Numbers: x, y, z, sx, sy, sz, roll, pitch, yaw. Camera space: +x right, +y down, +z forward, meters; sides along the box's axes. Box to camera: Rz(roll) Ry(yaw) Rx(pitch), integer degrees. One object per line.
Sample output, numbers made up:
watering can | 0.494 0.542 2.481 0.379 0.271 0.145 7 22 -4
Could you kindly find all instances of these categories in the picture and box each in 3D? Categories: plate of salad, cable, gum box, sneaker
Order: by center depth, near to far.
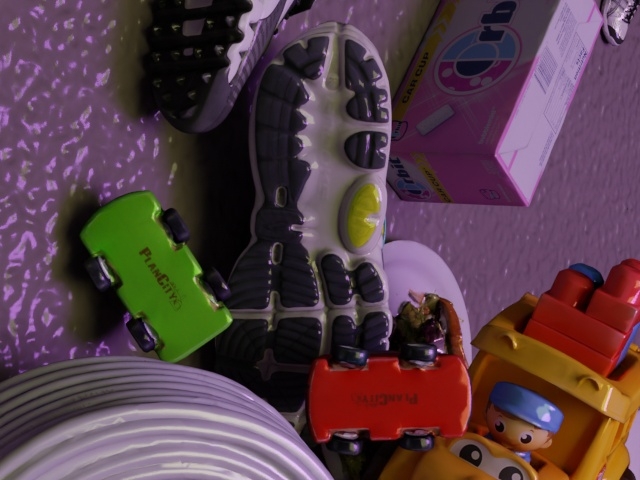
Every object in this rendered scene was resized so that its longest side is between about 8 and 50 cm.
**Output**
cable | -0.102 0.190 0.751 0.257 0.089 0.257 31 90 -27
sneaker | -0.032 -0.165 0.893 0.106 0.078 0.234 30 68 -47
sneaker | 0.000 0.000 0.925 0.110 0.107 0.275 -75 176 -78
plate of salad | 0.065 0.100 1.064 0.200 0.048 0.200 -8 100 -52
gum box | 0.126 -0.118 1.076 0.062 0.107 0.188 51 54 -41
sneaker | 0.277 -0.217 1.322 0.032 0.037 0.083 10 87 -54

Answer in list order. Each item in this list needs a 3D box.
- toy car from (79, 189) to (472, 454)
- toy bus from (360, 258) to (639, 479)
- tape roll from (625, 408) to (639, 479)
toy car | -0.059 0.071 0.850 0.239 0.053 0.225 -33 96 -7
toy bus | 0.140 0.109 0.933 0.220 0.149 0.211 -22 137 -64
tape roll | 0.265 0.287 1.215 0.286 0.100 0.286 41 39 -44
